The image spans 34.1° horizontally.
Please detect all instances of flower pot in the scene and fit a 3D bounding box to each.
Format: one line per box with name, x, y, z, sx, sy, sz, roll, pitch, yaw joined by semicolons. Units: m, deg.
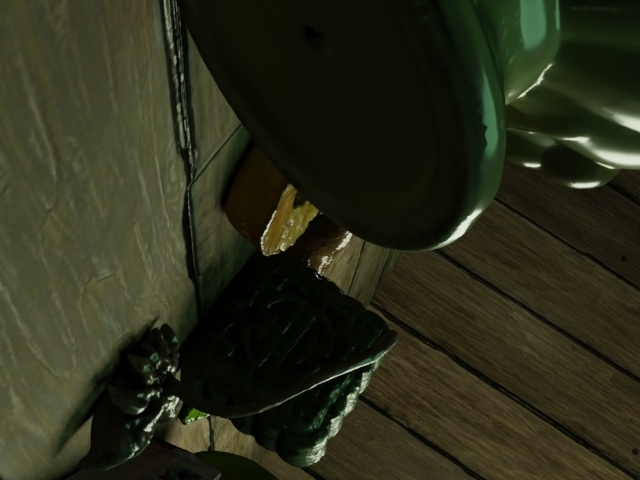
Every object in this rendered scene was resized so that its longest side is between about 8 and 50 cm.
flower pot;0.077;-0.143;0.506;0.244;0.307;0.307;-34;163;-23

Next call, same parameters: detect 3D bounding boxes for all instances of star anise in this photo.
star anise;-0.074;0.143;0.933;0.148;0.227;0.219;69;43;-72

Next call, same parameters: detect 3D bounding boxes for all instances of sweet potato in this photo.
sweet potato;0.000;-0.003;1.234;0.226;0.068;0.068;-47;178;33

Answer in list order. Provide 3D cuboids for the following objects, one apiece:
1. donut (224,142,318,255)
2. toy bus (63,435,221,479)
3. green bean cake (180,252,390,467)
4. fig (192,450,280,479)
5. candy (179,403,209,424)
donut;-0.030;-0.056;0.929;0.152;0.058;0.152;-55;171;-14
toy bus;-0.190;0.268;1.030;0.090;0.112;0.274;-58;171;8
green bean cake;-0.036;0.123;1.134;0.185;0.183;0.094;-53;168;-26
fig;-0.155;0.417;1.243;0.316;0.316;0.316;-55;172;-12
candy;-0.080;0.147;1.370;0.149;0.069;0.246;-59;171;33
